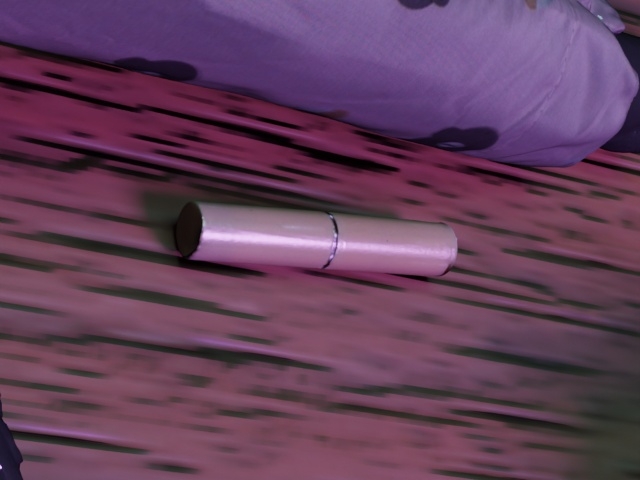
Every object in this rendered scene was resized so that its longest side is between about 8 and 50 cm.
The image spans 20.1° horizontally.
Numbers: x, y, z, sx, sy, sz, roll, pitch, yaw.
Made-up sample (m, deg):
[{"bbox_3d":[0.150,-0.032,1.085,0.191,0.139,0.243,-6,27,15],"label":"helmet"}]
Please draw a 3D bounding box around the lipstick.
[{"bbox_3d":[0.000,0.000,0.555,0.094,0.019,0.019,5,59,-33],"label":"lipstick"}]

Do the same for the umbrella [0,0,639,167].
[{"bbox_3d":[0.007,-0.071,0.538,0.337,0.073,0.067,10,60,-48],"label":"umbrella"}]

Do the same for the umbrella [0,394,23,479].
[{"bbox_3d":[-0.137,-0.005,0.418,0.118,0.118,0.340,-35,90,-44],"label":"umbrella"}]
